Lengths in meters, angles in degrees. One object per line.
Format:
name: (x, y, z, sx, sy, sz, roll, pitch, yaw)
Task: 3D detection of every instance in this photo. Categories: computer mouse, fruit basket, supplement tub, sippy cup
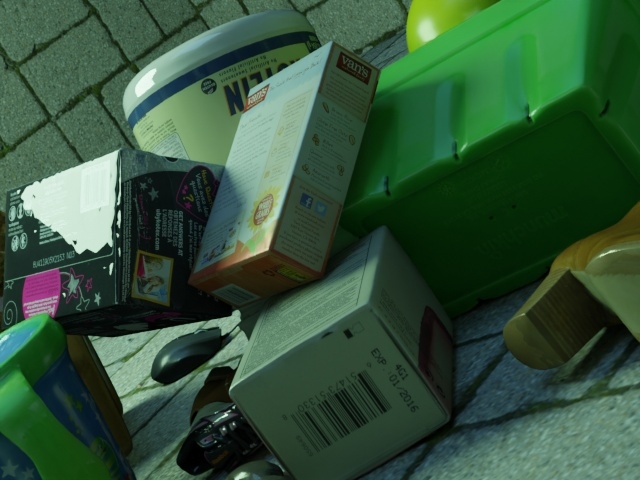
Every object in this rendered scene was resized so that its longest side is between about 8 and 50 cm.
computer mouse: (-0.127, 0.109, 1.977, 0.242, 0.041, 0.071, -35, 10, -10)
fruit basket: (0.190, -0.146, 1.502, 0.392, 0.283, 0.392, -34, 25, 18)
supplement tub: (-0.055, -0.067, 1.664, 0.235, 0.324, 0.235, -25, -5, -2)
sippy cup: (-0.296, 0.227, 1.464, 0.240, 0.224, 0.305, -34, 11, 9)

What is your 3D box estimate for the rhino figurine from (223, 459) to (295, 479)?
rhino figurine: (-0.099, 0.259, 1.159, 0.243, 0.073, 0.106, -39, 16, -20)

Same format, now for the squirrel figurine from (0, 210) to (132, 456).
squirrel figurine: (-0.461, 0.167, 1.759, 0.370, 0.397, 0.281, -26, 15, -7)

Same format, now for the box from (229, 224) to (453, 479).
box: (0.026, 0.103, 1.324, 0.149, 0.127, 0.232, -33, 10, 14)

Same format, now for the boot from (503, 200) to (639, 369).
boot: (0.278, -0.002, 1.112, 0.211, 0.104, 0.295, -40, 8, -30)

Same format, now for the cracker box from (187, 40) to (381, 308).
cracker box: (-0.034, -0.061, 1.442, 0.156, 0.067, 0.232, -22, 47, 54)

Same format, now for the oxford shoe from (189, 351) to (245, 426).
oxford shoe: (-0.077, 0.167, 1.531, 0.076, 0.076, 0.212, -55, 11, -27)

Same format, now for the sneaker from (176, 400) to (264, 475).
sneaker: (-0.077, 0.189, 1.448, 0.178, 0.072, 0.077, -38, 11, 46)

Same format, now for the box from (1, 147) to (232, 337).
box: (-0.212, 0.009, 1.549, 0.142, 0.163, 0.247, 8, -14, -38)
